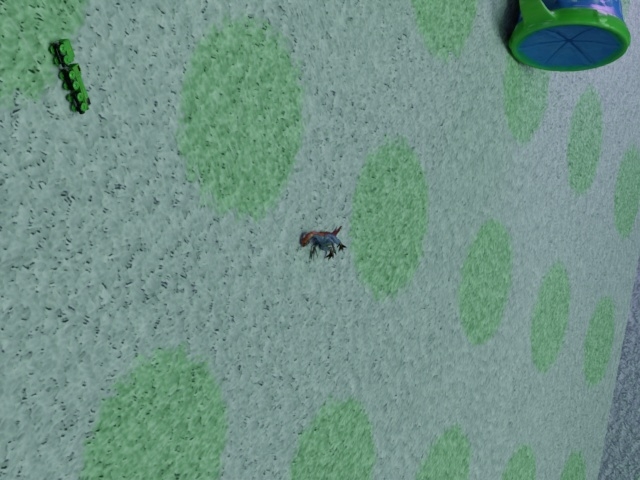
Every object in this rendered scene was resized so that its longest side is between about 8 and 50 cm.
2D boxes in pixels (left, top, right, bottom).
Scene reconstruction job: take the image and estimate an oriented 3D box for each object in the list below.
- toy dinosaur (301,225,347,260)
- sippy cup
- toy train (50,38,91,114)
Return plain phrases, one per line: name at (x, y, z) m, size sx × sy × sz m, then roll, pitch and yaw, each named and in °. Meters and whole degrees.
toy dinosaur at (0.000, 0.000, 1.480) m, size 0.082 × 0.047 × 0.090 m, roll 43°, pitch 27°, yaw -42°
sippy cup at (0.508, -0.492, 1.992) m, size 0.305 × 0.240 × 0.224 m, roll 63°, pitch 31°, yaw -73°
toy train at (-0.264, -0.175, 1.039) m, size 0.024 × 0.017 × 0.083 m, roll -57°, pitch 141°, yaw -50°
